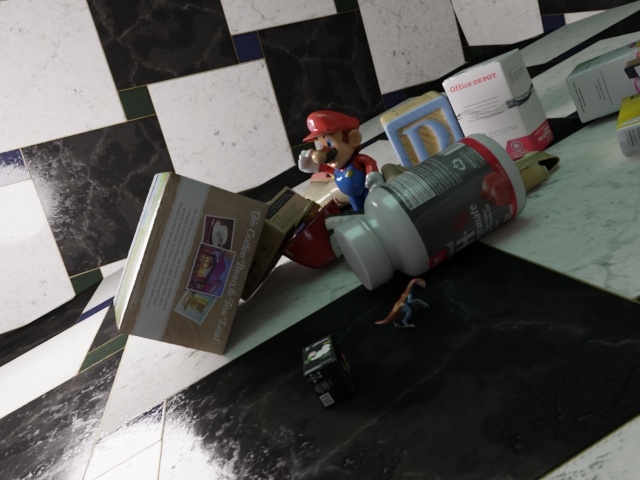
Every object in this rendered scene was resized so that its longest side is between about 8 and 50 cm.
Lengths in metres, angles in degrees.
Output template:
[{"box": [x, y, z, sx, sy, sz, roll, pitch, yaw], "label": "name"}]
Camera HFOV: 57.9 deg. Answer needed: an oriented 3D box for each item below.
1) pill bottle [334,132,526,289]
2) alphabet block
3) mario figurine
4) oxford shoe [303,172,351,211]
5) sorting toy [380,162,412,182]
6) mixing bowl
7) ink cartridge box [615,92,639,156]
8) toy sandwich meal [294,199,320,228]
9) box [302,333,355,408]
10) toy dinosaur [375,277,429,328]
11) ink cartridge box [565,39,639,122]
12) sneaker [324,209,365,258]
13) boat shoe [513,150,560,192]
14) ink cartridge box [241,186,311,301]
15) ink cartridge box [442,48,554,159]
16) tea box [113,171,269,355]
[{"box": [0.191, -0.046, 1.047, 0.318, 0.176, 0.176, -30, 15, -7], "label": "pill bottle"}, {"box": [0.302, -0.313, 1.710, 0.193, 0.192, 0.197, -24, 17, 9], "label": "alphabet block"}, {"box": [0.048, -0.155, 1.381, 0.198, 0.320, 0.170, -24, 15, 19], "label": "mario figurine"}, {"box": [0.056, -0.127, 1.749, 0.130, 0.123, 0.348, -60, 24, -11], "label": "oxford shoe"}, {"box": [0.250, -0.135, 1.355, 0.208, 0.038, 0.193, 9, 17, -2], "label": "sorting toy"}, {"box": [0.000, 0.000, 1.343, 0.181, 0.098, 0.181, -44, 4, 4], "label": "mixing bowl"}, {"box": [0.725, -0.276, 1.072, 0.304, 0.072, 0.307, -17, 20, 36], "label": "ink cartridge box"}, {"box": [-0.028, -0.057, 1.312, 0.085, 0.029, 0.085, -56, 0, 0], "label": "toy sandwich meal"}, {"box": [0.011, 0.185, 0.827, 0.052, 0.062, 0.083, -29, 15, 5], "label": "box"}, {"box": [0.134, 0.094, 0.893, 0.047, 0.090, 0.082, -24, 57, 56], "label": "toy dinosaur"}, {"box": [0.728, -0.388, 1.310, 0.278, 0.117, 0.201, -17, 14, 37], "label": "ink cartridge box"}, {"box": [0.146, -0.017, 1.218, 0.271, 0.108, 0.100, -5, 4, 20], "label": "sneaker"}, {"box": [0.420, -0.134, 1.156, 0.072, 0.068, 0.190, 6, 35, 45], "label": "boat shoe"}, {"box": [-0.133, 0.006, 1.420, 0.234, 0.088, 0.193, -59, -2, 31], "label": "ink cartridge box"}, {"box": [0.426, -0.313, 1.390, 0.100, 0.237, 0.172, -38, 18, -33], "label": "ink cartridge box"}, {"box": [-0.296, 0.036, 1.273, 0.323, 0.220, 0.329, 12, 85, 68], "label": "tea box"}]
